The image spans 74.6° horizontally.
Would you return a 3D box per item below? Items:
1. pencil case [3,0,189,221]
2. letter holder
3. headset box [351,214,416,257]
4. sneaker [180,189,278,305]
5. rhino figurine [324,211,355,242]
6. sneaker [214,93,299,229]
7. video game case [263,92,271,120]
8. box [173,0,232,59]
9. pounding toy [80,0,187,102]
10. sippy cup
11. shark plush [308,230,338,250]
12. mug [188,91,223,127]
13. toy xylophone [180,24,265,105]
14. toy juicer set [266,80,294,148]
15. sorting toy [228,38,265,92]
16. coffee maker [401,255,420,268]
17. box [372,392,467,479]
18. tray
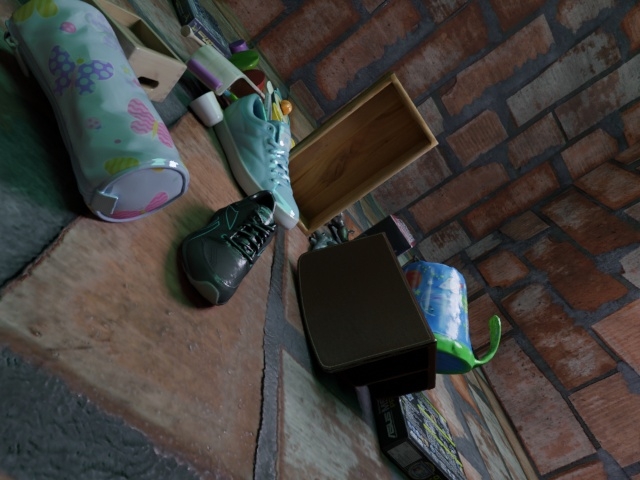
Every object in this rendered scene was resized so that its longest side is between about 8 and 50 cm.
[{"bbox_3d":[-0.264,-0.157,0.501,0.273,0.113,0.124,58,25,12],"label":"pencil case"},{"bbox_3d":[0.076,0.153,0.850,0.302,0.214,0.152,-106,-177,-49],"label":"letter holder"},{"bbox_3d":[0.157,0.029,1.229,0.110,0.218,0.293,57,13,7],"label":"headset box"},{"bbox_3d":[-0.127,-0.008,0.631,0.101,0.106,0.267,51,16,-22],"label":"sneaker"},{"bbox_3d":[0.043,-0.083,1.406,0.243,0.073,0.106,58,17,4],"label":"rhino figurine"},{"bbox_3d":[-0.124,-0.200,0.967,0.366,0.150,0.135,59,16,19],"label":"sneaker"},{"bbox_3d":[-0.146,-0.303,1.165,0.157,0.019,0.143,95,-6,-46],"label":"video game case"},{"bbox_3d":[-0.407,-0.737,1.435,0.183,0.059,0.233,33,27,-56],"label":"box"},{"bbox_3d":[-0.352,-0.326,0.655,0.206,0.094,0.181,47,19,5],"label":"pounding toy"},{"bbox_3d":[0.258,0.182,1.023,0.305,0.240,0.224,30,61,-24],"label":"sippy cup"},{"bbox_3d":[0.000,0.000,1.128,0.067,0.073,0.161,16,35,-19],"label":"shark plush"},{"bbox_3d":[-0.249,-0.297,0.955,0.078,0.062,0.064,-41,109,-31],"label":"mug"},{"bbox_3d":[-0.258,-0.434,1.125,0.236,0.081,0.322,43,8,10],"label":"toy xylophone"},{"bbox_3d":[-0.129,-0.427,1.482,0.329,0.089,0.209,-93,162,-53],"label":"toy juicer set"},{"bbox_3d":[-0.268,-0.597,1.538,0.126,0.126,0.366,75,-4,-51],"label":"sorting toy"},{"bbox_3d":[0.310,0.171,1.484,0.171,0.178,0.120,55,16,10],"label":"coffee maker"},{"bbox_3d":[0.207,0.403,0.878,0.270,0.060,0.216,50,15,-22],"label":"box"},{"bbox_3d":[0.064,-0.211,1.073,0.203,0.410,0.076,49,16,-21],"label":"tray"}]
